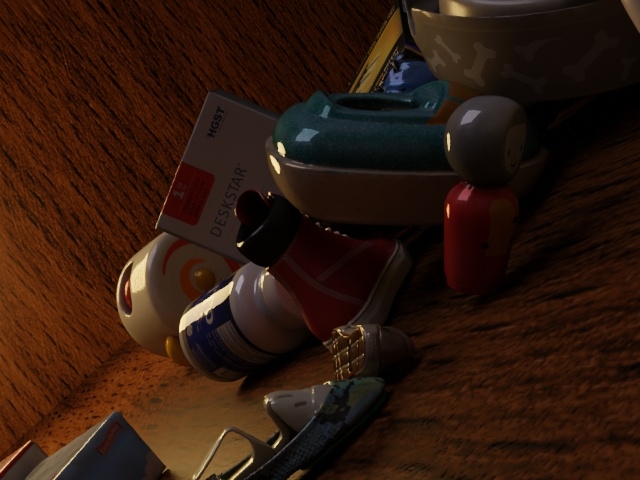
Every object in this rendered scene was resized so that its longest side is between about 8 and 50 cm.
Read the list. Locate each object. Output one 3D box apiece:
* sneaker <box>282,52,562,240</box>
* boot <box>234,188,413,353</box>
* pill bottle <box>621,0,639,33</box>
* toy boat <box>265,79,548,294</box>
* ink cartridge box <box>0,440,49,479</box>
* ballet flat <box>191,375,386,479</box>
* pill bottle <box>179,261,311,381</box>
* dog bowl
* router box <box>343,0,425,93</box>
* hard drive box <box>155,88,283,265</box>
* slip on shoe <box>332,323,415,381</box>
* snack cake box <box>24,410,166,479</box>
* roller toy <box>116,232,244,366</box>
[{"bbox_3d":[0.097,-0.116,1.103,0.330,0.147,0.130,-31,-24,0],"label":"sneaker"},{"bbox_3d":[0.000,0.000,0.996,0.088,0.176,0.244,-43,4,19],"label":"boot"},{"bbox_3d":[0.325,-0.212,0.446,0.363,0.210,0.210,-33,11,47],"label":"pill bottle"},{"bbox_3d":[0.097,-0.076,0.855,0.267,0.148,0.318,-2,19,-13],"label":"toy boat"},{"bbox_3d":[-0.430,0.383,1.167,0.273,0.114,0.197,-35,10,33],"label":"ink cartridge box"},{"bbox_3d":[-0.035,0.150,0.721,0.188,0.070,0.070,-42,7,-12],"label":"ballet flat"},{"bbox_3d":[-0.070,0.083,1.121,0.186,0.112,0.112,-34,10,45],"label":"pill bottle"},{"bbox_3d":[0.247,-0.255,0.986,0.348,0.102,0.349,-13,32,8],"label":"dog bowl"},{"bbox_3d":[0.069,-0.152,1.348,0.309,0.081,0.243,-60,12,25],"label":"router box"},{"bbox_3d":[-0.056,-0.057,1.203,0.089,0.232,0.181,-77,9,-79],"label":"hard drive box"},{"bbox_3d":[0.039,0.090,0.804,0.041,0.051,0.135,-1,-13,-12],"label":"slip on shoe"},{"bbox_3d":[-0.284,0.304,0.992,0.152,0.089,0.264,-34,9,30],"label":"snack cake box"},{"bbox_3d":[-0.213,0.081,1.559,0.146,0.191,0.209,-31,11,49],"label":"roller toy"}]
